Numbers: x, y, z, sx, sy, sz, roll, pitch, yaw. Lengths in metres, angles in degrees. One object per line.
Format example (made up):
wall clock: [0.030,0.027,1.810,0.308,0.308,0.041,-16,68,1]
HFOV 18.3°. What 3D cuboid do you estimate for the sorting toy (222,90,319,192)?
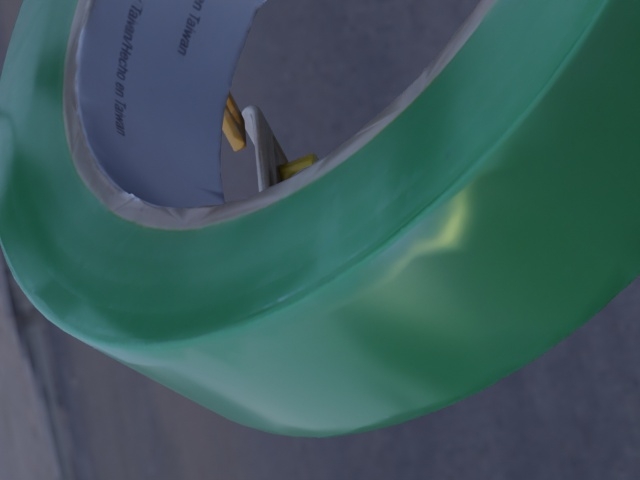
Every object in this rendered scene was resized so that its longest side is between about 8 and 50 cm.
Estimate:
sorting toy: [0.000,0.000,1.569,0.196,0.047,0.348,-105,-12,-55]

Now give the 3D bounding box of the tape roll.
tape roll: [0.019,-0.095,0.674,0.321,0.077,0.321,-30,44,34]
